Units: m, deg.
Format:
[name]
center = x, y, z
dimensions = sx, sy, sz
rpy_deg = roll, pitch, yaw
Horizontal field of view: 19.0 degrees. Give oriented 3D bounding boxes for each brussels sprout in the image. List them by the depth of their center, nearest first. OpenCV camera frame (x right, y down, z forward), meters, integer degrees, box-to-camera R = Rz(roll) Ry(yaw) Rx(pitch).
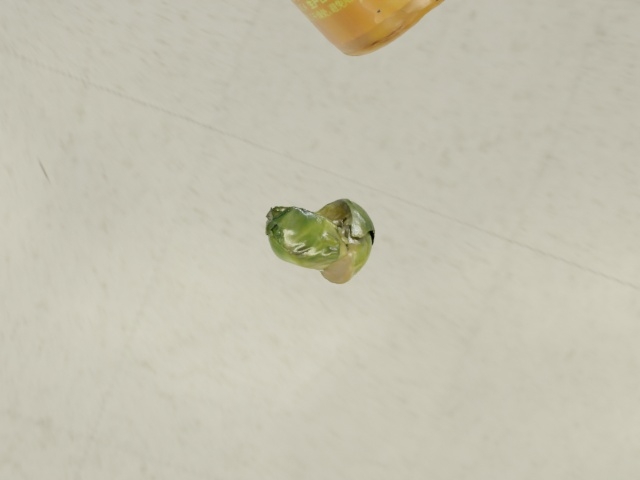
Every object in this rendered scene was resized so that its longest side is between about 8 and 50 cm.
[brussels sprout]
center = 0.000, 0.001, 1.127
dimensions = 0.051, 0.083, 0.046
rpy_deg = 46, 116, 21

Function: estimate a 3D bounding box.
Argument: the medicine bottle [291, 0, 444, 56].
[medicine bottle]
center = -0.017, -0.173, 0.774
dimensions = 0.096, 0.096, 0.192
rpy_deg = -43, 106, -2
